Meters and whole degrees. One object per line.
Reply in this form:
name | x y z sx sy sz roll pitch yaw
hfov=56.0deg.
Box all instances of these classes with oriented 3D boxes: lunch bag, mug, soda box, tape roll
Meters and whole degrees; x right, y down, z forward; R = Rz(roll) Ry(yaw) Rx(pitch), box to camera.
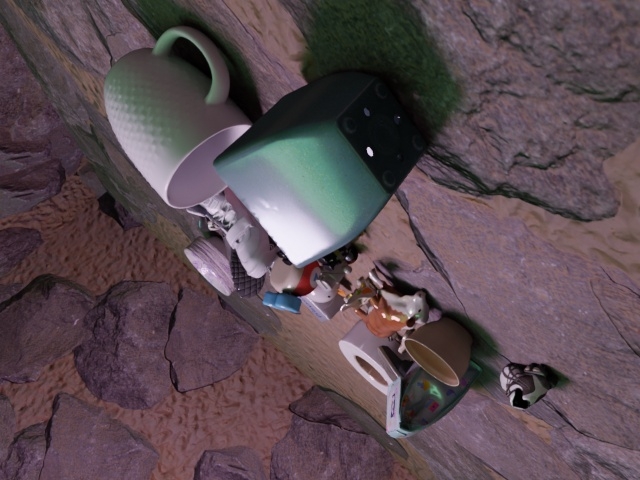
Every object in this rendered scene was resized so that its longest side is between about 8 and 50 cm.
lunch bag | 0.271 0.409 1.594 0.160 0.262 0.223 41 162 11
mug | -0.330 -0.317 1.407 0.328 0.276 0.374 48 132 13
soda box | -0.051 0.134 1.965 0.286 0.091 0.098 46 161 -3
tape roll | 0.197 0.396 1.978 0.286 0.100 0.286 40 160 17

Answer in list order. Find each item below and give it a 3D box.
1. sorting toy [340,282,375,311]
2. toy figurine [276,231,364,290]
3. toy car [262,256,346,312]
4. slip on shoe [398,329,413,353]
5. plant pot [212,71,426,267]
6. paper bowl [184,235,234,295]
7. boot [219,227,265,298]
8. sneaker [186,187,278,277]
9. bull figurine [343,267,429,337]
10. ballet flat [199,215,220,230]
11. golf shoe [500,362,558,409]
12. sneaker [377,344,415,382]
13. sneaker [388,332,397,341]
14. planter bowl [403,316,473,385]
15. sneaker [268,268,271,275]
sorting toy | 0.083 0.146 1.476 0.045 0.075 0.083 52 150 9
toy figurine | 0.000 0.000 1.513 0.209 0.148 0.213 32 156 18
toy car | -0.014 0.120 1.781 0.238 0.219 0.210 21 169 -22
slip on shoe | 0.256 0.297 1.734 0.041 0.051 0.135 26 151 14
plant pot | 0.024 -0.139 1.018 0.248 0.247 0.252 51 144 -16
paper bowl | -0.453 0.097 2.653 0.284 0.148 0.284 39 160 17
boot | -0.274 0.021 2.034 0.222 0.118 0.338 175 88 -72
sneaker | -0.249 -0.053 1.650 0.210 0.137 0.366 24 -151 -33
bull figurine | 0.169 0.171 1.567 0.188 0.101 0.310 50 156 10
ballet flat | -0.412 -0.092 2.266 0.096 0.095 0.280 29 158 10
golf shoe | 0.436 0.327 1.337 0.077 0.094 0.198 42 163 7
sneaker | 0.271 0.382 1.788 0.222 0.118 0.083 50 160 26
sneaker | 0.193 0.270 1.819 0.083 0.037 0.032 44 163 10
planter bowl | 0.298 0.256 1.451 0.162 0.109 0.162 39 161 16
sneaker | -0.122 0.128 2.125 0.235 0.090 0.095 6 128 60
